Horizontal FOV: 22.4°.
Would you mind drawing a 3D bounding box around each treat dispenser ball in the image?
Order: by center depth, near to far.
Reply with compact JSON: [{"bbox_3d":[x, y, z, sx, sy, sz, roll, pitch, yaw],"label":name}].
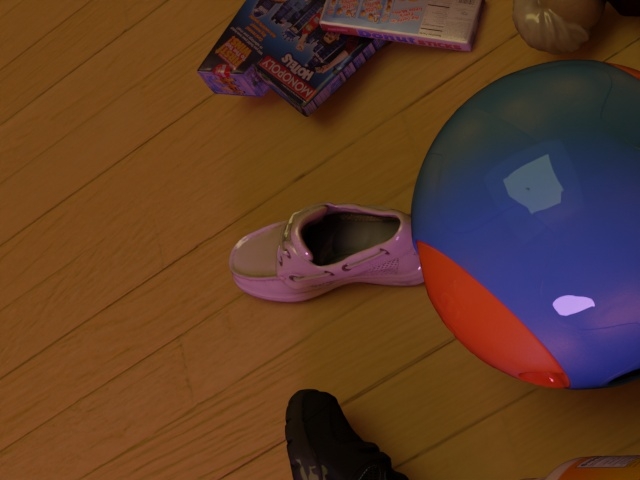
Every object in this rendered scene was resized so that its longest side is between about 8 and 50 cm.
[{"bbox_3d":[0.223,-0.014,1.410,0.288,0.288,0.288,-20,55,30],"label":"treat dispenser ball"}]

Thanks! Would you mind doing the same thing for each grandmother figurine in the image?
[{"bbox_3d":[0.343,-0.299,1.611,0.342,0.104,0.207,-32,34,19],"label":"grandmother figurine"}]

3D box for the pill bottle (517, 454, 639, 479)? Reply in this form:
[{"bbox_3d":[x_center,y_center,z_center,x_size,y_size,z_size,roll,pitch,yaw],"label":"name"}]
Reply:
[{"bbox_3d":[0.257,0.244,1.327,0.246,0.136,0.136,-11,58,50],"label":"pill bottle"}]

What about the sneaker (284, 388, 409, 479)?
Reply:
[{"bbox_3d":[0.060,0.268,1.529,0.140,0.125,0.341,-20,46,-5],"label":"sneaker"}]

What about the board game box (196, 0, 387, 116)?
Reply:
[{"bbox_3d":[-0.036,-0.225,1.886,0.194,0.060,0.194,-45,58,-3],"label":"board game box"}]

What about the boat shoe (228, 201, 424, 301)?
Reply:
[{"bbox_3d":[0.000,0.000,1.721,0.277,0.096,0.098,-9,61,36],"label":"boat shoe"}]

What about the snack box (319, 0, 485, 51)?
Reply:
[{"bbox_3d":[0.090,-0.254,1.804,0.178,0.022,0.064,11,73,21],"label":"snack box"}]
